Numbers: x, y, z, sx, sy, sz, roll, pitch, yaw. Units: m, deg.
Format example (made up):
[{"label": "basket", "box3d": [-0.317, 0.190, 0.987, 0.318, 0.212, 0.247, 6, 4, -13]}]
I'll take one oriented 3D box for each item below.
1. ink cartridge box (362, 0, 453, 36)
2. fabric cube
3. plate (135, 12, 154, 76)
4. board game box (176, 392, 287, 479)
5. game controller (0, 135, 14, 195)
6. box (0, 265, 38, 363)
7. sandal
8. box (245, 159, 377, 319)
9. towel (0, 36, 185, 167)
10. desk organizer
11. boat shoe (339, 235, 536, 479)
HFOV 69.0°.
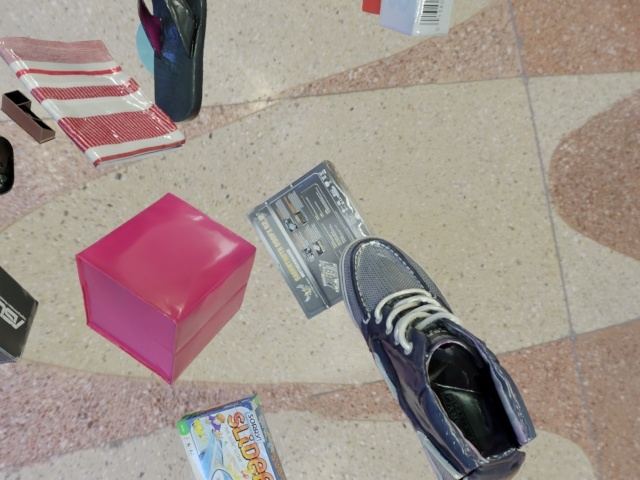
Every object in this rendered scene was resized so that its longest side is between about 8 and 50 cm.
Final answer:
[{"label": "ink cartridge box", "box3d": [0.149, -0.611, 0.950, 0.091, 0.385, 0.309, -10, 124, -20]}, {"label": "fabric cube", "box3d": [-0.333, 0.103, 1.030, 0.254, 0.259, 0.258, 31, 45, 9]}, {"label": "plate", "box3d": [-0.445, -0.554, 1.344, 0.188, 0.188, 0.024, 43, 33, -8]}, {"label": "board game box", "box3d": [-0.133, 0.363, 0.747, 0.136, 0.035, 0.202, -21, 89, 10]}, {"label": "game controller", "box3d": [-0.922, -0.191, 1.113, 0.318, 0.067, 0.167, -1, 84, -37]}, {"label": "box", "box3d": [-0.359, 0.005, 0.287, 0.216, 0.270, 0.060, -7, 50, 1]}, {"label": "sandal", "box3d": [-0.362, -0.516, 1.123, 0.167, 0.107, 0.447, 3, 100, 24]}, {"label": "box", "box3d": [0.000, 0.000, 0.847, 0.183, 0.056, 0.231, -33, 86, 15]}, {"label": "towel", "box3d": [-0.461, -0.296, 0.961, 0.329, 0.037, 0.237, 48, 36, 6]}, {"label": "desk organizer", "box3d": [-0.703, -0.299, 1.125, 0.130, 0.050, 0.047, 41, 40, 0]}, {"label": "boat shoe", "box3d": [0.114, 0.098, 0.519, 0.127, 0.158, 0.341, -23, 57, -8]}]
